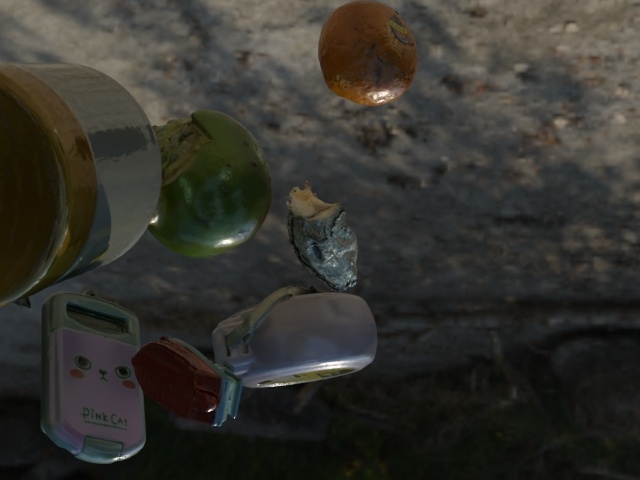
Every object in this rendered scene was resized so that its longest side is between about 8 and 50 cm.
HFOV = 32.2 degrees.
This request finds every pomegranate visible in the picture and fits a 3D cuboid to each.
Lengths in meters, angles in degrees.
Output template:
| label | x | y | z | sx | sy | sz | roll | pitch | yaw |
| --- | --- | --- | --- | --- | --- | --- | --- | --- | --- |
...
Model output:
| label | x | y | z | sx | sy | sz | roll | pitch | yaw |
| --- | --- | --- | --- | --- | --- | --- | --- | --- | --- |
| pomegranate | -0.214 | -0.073 | 1.666 | 0.301 | 0.236 | 0.236 | -26 | -176 | -38 |

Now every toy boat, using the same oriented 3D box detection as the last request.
| label | x | y | z | sx | sy | sz | roll | pitch | yaw |
| --- | --- | --- | --- | --- | --- | --- | --- | --- | --- |
| toy boat | -0.138 | 0.142 | 1.141 | 0.058 | 0.069 | 0.173 | 7 | -173 | -39 |

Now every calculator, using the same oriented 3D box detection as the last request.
| label | x | y | z | sx | sy | sz | roll | pitch | yaw |
| --- | --- | --- | --- | --- | --- | --- | --- | --- | --- |
| calculator | -0.290 | 0.167 | 1.407 | 0.141 | 0.246 | 0.045 | 22 | 135 | -36 |

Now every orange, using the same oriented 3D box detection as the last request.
| label | x | y | z | sx | sy | sz | roll | pitch | yaw |
| --- | --- | --- | --- | --- | --- | --- | --- | --- | --- |
| orange | 0.056 | -0.233 | 1.392 | 0.117 | 0.136 | 0.135 | -29 | 148 | 24 |

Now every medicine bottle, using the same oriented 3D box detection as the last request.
| label | x | y | z | sx | sy | sz | roll | pitch | yaw |
| --- | --- | --- | --- | --- | --- | --- | --- | --- | --- |
| medicine bottle | -0.311 | -0.063 | 1.126 | 0.237 | 0.238 | 0.232 | 0 | -173 | 16 |

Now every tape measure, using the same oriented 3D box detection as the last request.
| label | x | y | z | sx | sy | sz | roll | pitch | yaw |
| --- | --- | --- | --- | --- | --- | --- | --- | --- | --- |
| tape measure | -0.025 | 0.107 | 1.263 | 0.178 | 0.105 | 0.196 | -10 | 167 | 4 |

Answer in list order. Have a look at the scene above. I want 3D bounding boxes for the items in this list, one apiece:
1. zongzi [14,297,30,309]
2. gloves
| label | x | y | z | sx | sy | sz | roll | pitch | yaw |
| --- | --- | --- | --- | --- | --- | --- | --- | --- | --- |
| zongzi | -0.567 | -0.072 | 1.381 | 0.356 | 0.393 | 0.174 | -11 | 168 | -16 |
| gloves | -0.002 | 0.003 | 1.507 | 0.114 | 0.070 | 0.153 | 30 | 151 | 38 |
